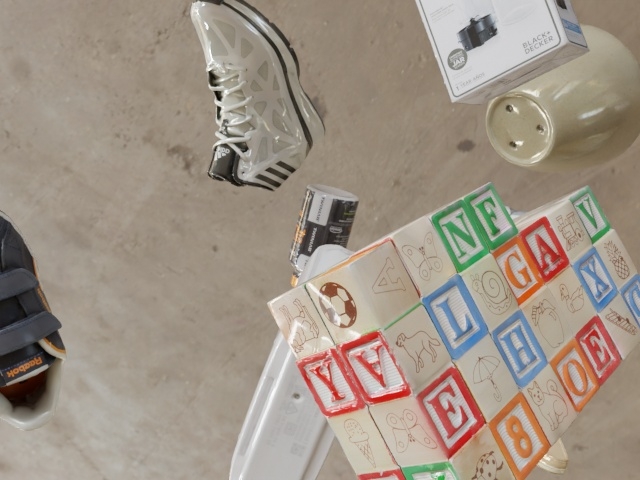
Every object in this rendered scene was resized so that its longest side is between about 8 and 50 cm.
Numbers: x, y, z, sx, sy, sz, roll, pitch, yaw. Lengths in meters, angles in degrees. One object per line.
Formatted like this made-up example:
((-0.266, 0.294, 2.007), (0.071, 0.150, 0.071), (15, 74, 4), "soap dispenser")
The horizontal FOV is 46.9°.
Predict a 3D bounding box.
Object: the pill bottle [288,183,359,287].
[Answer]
((0.000, 0.000, 1.741), (0.131, 0.130, 0.245), (17, 103, 8), "pill bottle")

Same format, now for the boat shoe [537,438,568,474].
((0.302, 0.253, 1.039), (0.063, 0.170, 0.059), (15, 113, -20), "boat shoe")

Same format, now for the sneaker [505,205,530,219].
((0.328, 0.010, 0.994), (0.132, 0.086, 0.229), (6, 177, 38), "sneaker")

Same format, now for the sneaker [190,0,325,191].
((-0.157, -0.262, 1.482), (0.169, 0.257, 0.447), (12, 152, 37), "sneaker")

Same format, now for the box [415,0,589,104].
((0.209, -0.342, 0.951), (0.169, 0.087, 0.289), (-25, 81, 38), "box")

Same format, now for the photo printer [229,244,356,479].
((-0.012, 0.155, 0.950), (0.107, 0.307, 0.256), (21, 109, -1), "photo printer")

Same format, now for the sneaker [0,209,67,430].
((-0.395, 0.096, 0.920), (0.127, 0.126, 0.321), (37, 144, 50), "sneaker")

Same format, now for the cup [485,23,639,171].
((0.496, -0.280, 1.609), (0.331, 0.237, 0.331), (31, 135, 36), "cup")

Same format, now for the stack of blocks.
((0.124, 0.052, 0.549), (0.087, 0.297, 0.171), (-29, 88, 47), "stack of blocks")
